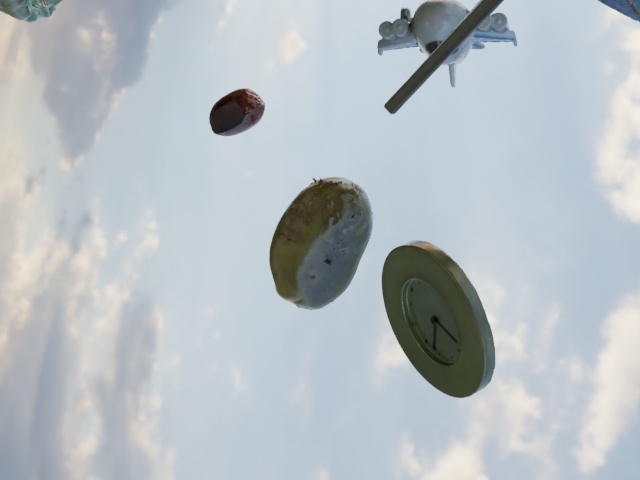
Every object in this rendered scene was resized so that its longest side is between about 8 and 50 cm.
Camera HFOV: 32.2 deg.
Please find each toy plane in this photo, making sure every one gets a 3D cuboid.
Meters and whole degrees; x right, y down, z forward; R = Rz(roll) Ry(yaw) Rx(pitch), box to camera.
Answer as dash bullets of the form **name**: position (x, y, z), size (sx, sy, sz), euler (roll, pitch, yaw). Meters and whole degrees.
- **toy plane**: position (0.237, -0.381, 2.096), size (0.267, 0.266, 0.123), euler (161, -69, -65)

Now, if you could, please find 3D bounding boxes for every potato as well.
- **potato**: position (0.000, 0.000, 1.056), size (0.138, 0.091, 0.070), euler (-65, -147, 28)

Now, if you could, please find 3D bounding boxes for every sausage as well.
- **sausage**: position (-0.118, -0.182, 1.575), size (0.094, 0.054, 0.059), euler (-22, -85, 41)

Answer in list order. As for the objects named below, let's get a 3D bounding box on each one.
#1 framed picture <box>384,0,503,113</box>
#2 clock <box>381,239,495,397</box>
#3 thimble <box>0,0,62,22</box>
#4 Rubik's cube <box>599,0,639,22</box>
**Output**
- **framed picture**: position (0.211, -0.293, 1.317), size (0.232, 0.024, 0.315), euler (-49, -178, -38)
- **clock**: position (0.164, 0.110, 1.557), size (0.235, 0.029, 0.235), euler (44, -33, 39)
- **thimble**: position (-0.472, -0.464, 1.744), size (0.219, 0.150, 0.219), euler (-61, 174, -11)
- **Rubik's cube**: position (0.449, -0.489, 1.549), size (0.250, 0.246, 0.248), euler (-55, 169, -13)
